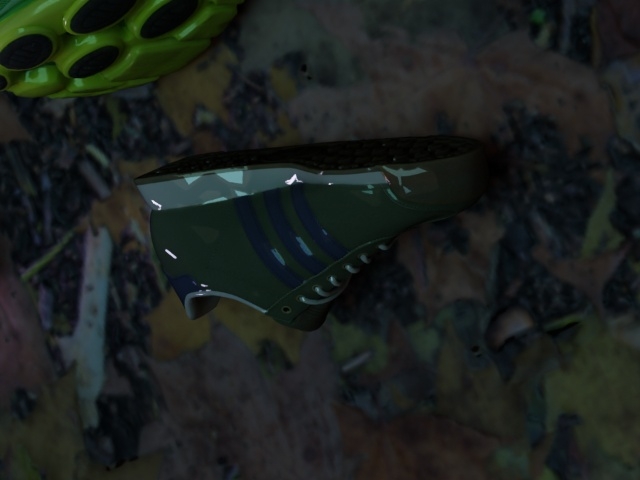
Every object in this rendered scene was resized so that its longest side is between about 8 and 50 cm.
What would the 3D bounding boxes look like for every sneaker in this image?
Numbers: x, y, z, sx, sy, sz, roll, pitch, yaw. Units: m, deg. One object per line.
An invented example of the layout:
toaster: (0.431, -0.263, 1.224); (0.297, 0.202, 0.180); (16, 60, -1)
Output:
sneaker: (-0.079, -0.176, 0.935); (0.295, 0.109, 0.123); (-44, 54, 31)
sneaker: (0.000, 0.000, 0.929); (0.192, 0.064, 0.086); (-3, 105, 33)
